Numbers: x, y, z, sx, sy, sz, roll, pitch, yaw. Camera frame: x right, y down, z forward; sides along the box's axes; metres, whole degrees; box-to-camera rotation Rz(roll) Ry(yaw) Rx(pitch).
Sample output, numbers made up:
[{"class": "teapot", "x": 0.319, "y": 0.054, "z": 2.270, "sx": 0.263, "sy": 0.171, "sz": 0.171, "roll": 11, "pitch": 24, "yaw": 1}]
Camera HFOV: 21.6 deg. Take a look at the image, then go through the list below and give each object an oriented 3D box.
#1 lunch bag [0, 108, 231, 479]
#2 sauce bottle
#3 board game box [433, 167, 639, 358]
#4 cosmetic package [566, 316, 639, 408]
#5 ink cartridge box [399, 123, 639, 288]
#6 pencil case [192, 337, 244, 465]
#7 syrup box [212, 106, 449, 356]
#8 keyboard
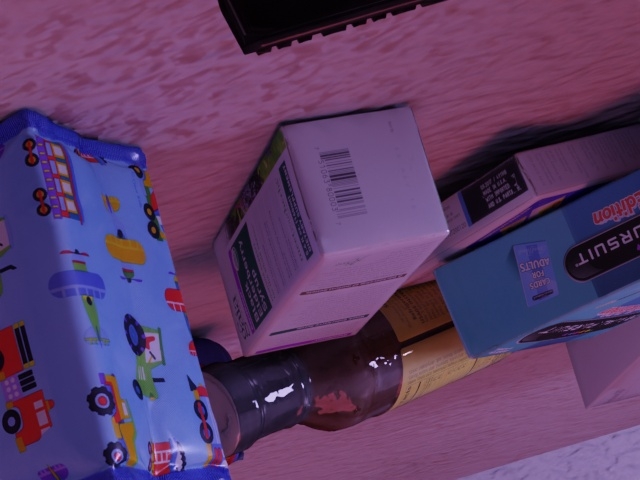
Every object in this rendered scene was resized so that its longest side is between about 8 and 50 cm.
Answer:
[{"class": "lunch bag", "x": -0.231, "y": 0.087, "z": 1.011, "sx": 0.293, "sy": 0.221, "sz": 0.138, "roll": -22, "pitch": 163, "yaw": 21}, {"class": "sauce bottle", "x": 0.036, "y": 0.087, "z": 1.364, "sx": 0.344, "sy": 0.111, "sz": 0.111, "roll": -17, "pitch": 169, "yaw": -42}, {"class": "board game box", "x": 0.292, "y": -0.013, "z": 1.293, "sx": 0.336, "sy": 0.079, "sz": 0.253, "roll": -28, "pitch": 167, "yaw": 28}, {"class": "cosmetic package", "x": 0.455, "y": 0.080, "z": 1.890, "sx": 0.284, "sy": 0.097, "sz": 0.377, "roll": -11, "pitch": 164, "yaw": -6}, {"class": "ink cartridge box", "x": 0.176, "y": -0.028, "z": 1.324, "sx": 0.208, "sy": 0.045, "sz": 0.206, "roll": -11, "pitch": 165, "yaw": -36}, {"class": "pencil case", "x": -0.218, "y": 0.169, "z": 1.495, "sx": 0.306, "sy": 0.119, "sz": 0.133, "roll": -10, "pitch": 174, "yaw": -21}, {"class": "syrup box", "x": 0.000, "y": 0.000, "z": 1.172, "sx": 0.096, "sy": 0.093, "sz": 0.237, "roll": -10, "pitch": 164, "yaw": -20}, {"class": "keyboard", "x": 0.041, "y": -0.131, "z": 0.783, "sx": 0.180, "sy": 0.108, "sz": 0.023, "roll": -16, "pitch": 124, "yaw": -6}]
